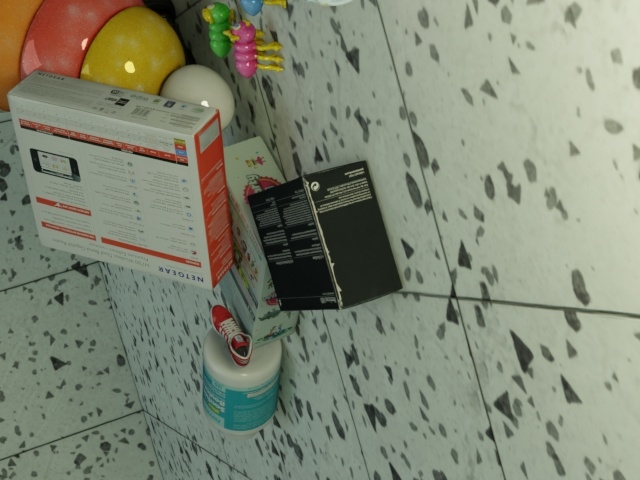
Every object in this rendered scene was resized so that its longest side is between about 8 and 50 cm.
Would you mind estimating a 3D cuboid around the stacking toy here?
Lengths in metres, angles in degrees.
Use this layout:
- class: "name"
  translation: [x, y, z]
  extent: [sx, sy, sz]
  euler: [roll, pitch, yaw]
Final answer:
- class: "stacking toy"
  translation: [-0.348, -0.289, 1.973]
  extent: [0.480, 0.350, 0.351]
  euler: [30, 142, 21]

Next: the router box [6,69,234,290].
- class: "router box"
  translation: [-0.313, -0.095, 1.891]
  extent: [0.335, 0.082, 0.301]
  euler: [14, 131, 19]

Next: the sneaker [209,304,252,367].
- class: "sneaker"
  translation: [-0.150, 0.157, 2.028]
  extent: [0.118, 0.042, 0.067]
  euler: [61, 164, 9]

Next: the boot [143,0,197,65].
- class: "boot"
  translation: [-0.303, -0.264, 2.225]
  extent: [0.260, 0.131, 0.348]
  euler: [63, 158, 24]

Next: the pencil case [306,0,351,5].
- class: "pencil case"
  translation: [-0.042, -0.378, 1.397]
  extent: [0.273, 0.124, 0.113]
  euler: [43, 172, 39]

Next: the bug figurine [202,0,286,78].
- class: "bug figurine"
  translation: [-0.134, -0.358, 1.777]
  extent: [0.279, 0.072, 0.216]
  euler: [43, 145, 54]

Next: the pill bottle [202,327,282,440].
- class: "pill bottle"
  translation: [-0.150, 0.271, 2.248]
  extent: [0.146, 0.146, 0.264]
  euler: [58, 156, 34]

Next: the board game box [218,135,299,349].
- class: "board game box"
  translation: [-0.109, 0.010, 1.992]
  extent: [0.224, 0.097, 0.303]
  euler: [61, 159, 26]

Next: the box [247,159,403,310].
- class: "box"
  translation: [0.000, 0.000, 1.678]
  extent: [0.261, 0.103, 0.184]
  euler: [170, 85, -70]
